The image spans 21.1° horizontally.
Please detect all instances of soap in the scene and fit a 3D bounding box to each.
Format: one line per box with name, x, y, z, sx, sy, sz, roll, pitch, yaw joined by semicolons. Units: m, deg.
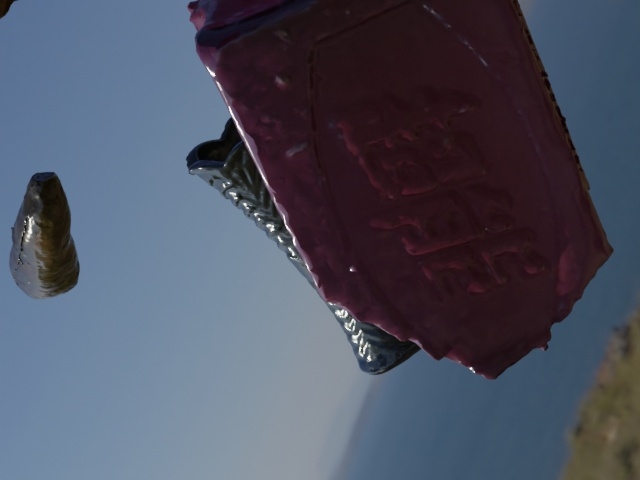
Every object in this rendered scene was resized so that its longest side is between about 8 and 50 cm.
soap;0.055;-0.048;0.910;0.250;0.162;0.099;62;-176;-28

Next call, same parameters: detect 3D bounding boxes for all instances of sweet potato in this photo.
sweet potato;-0.278;0.003;1.723;0.273;0.075;0.075;113;179;-71

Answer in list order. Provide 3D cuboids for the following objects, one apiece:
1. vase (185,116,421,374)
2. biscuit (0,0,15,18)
vase;0.000;0.000;1.419;0.115;0.237;0.115;-31;18;11
biscuit;-0.181;-0.150;0.677;0.031;0.176;0.228;86;180;-54
